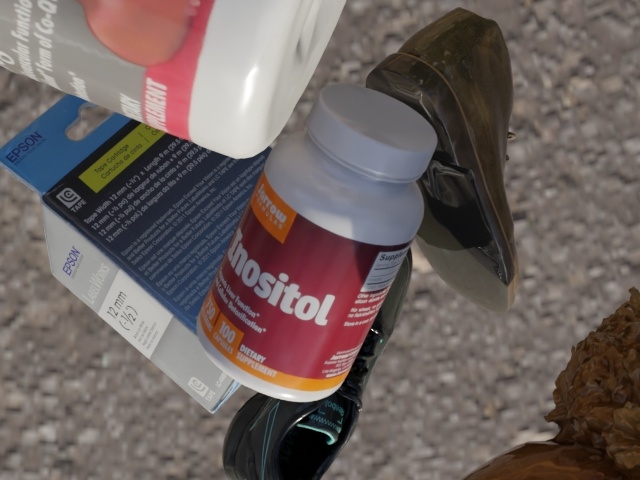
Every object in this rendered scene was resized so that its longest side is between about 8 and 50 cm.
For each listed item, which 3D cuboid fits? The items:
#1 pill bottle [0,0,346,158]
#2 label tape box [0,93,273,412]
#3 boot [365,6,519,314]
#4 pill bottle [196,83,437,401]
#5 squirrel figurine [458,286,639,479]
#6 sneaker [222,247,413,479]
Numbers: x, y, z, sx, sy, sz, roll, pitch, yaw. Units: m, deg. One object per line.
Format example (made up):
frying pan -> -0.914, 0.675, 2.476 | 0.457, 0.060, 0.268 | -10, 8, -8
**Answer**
pill bottle -> -0.137, -0.166, 0.719 | 0.318, 0.176, 0.176 | 22, 124, 4
label tape box -> -0.156, -0.021, 2.054 | 0.347, 0.249, 0.115 | 40, 143, 7
boot -> 0.131, -0.060, 1.582 | 0.112, 0.115, 0.305 | 23, 148, 34
pill bottle -> 0.000, 0.000, 0.973 | 0.086, 0.086, 0.152 | 17, 117, -16
squirrel figurine -> 0.191, 0.185, 0.983 | 0.281, 0.370, 0.397 | 29, 79, -3
sneaker -> 0.014, 0.114, 1.635 | 0.101, 0.106, 0.267 | 24, 95, -25
